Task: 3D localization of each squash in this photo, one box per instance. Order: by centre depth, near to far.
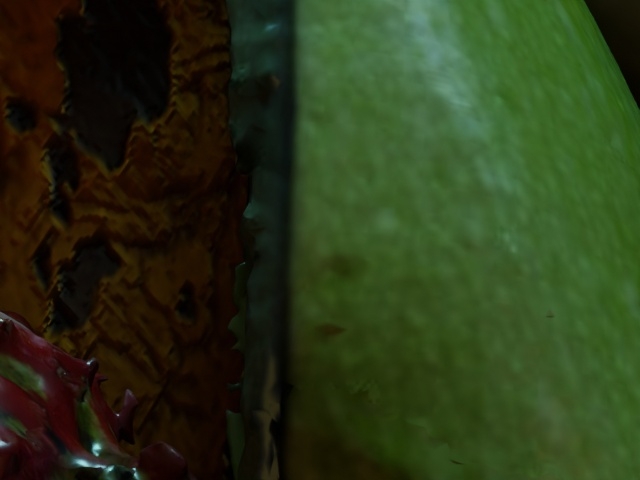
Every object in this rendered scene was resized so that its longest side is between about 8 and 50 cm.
[{"bbox_3d":[0.000,0.000,0.454,0.210,0.233,0.309,-29,85,-5],"label":"squash"}]

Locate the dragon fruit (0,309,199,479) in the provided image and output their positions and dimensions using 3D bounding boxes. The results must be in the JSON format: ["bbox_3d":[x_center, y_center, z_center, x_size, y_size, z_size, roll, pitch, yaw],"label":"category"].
[{"bbox_3d":[-0.093,0.082,0.408,0.153,0.111,0.153,5,83,-50],"label":"dragon fruit"}]

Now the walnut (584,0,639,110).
[{"bbox_3d":[0.194,-0.135,0.579,0.332,0.332,0.333,-2,93,-51],"label":"walnut"}]
